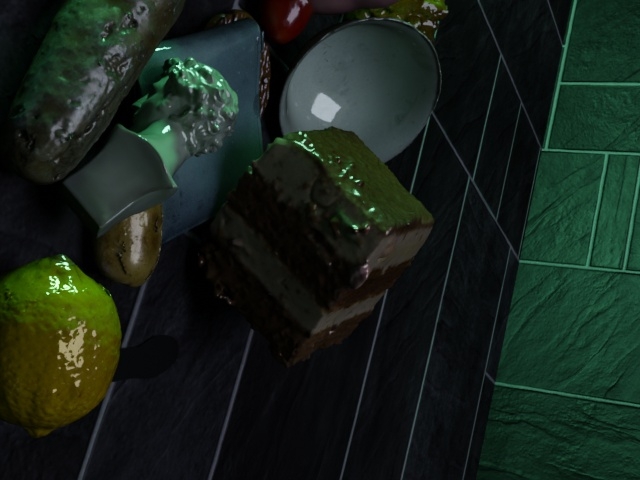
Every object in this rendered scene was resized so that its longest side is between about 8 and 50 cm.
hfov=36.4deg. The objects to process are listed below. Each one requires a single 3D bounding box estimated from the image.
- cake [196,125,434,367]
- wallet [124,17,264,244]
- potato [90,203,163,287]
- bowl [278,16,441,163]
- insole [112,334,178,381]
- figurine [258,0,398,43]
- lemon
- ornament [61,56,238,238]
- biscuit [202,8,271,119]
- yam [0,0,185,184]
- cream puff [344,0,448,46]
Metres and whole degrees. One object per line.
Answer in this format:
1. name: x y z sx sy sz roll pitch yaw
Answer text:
1. cake: 0.000 0.000 1.533 0.290 0.255 0.282 -48 166 21
2. wallet: -0.174 -0.165 1.437 0.251 0.054 0.290 -29 122 -43
3. potato: -0.259 -0.023 1.318 0.107 0.080 0.170 11 86 -48
4. bowl: 0.049 -0.286 1.757 0.146 0.313 0.313 58 -6 46
5. insole: -0.263 0.174 1.425 0.188 0.004 0.064 -2 96 -63
6. figurine: 0.008 -0.491 1.634 0.211 0.262 0.269 -101 180 -71
7. lemon: -0.318 0.121 1.125 0.181 0.181 0.193 -23 94 -60
8. ornament: -0.208 -0.118 1.247 0.130 0.120 0.285 38 58 -10
9. biscuit: -0.140 -0.259 1.549 0.212 0.036 0.212 -26 120 -58
10. yam: -0.283 -0.211 1.189 0.330 0.133 0.133 -67 149 -23
11. cream puff: 0.149 -0.465 1.946 0.244 0.196 0.244 -10 109 -32
